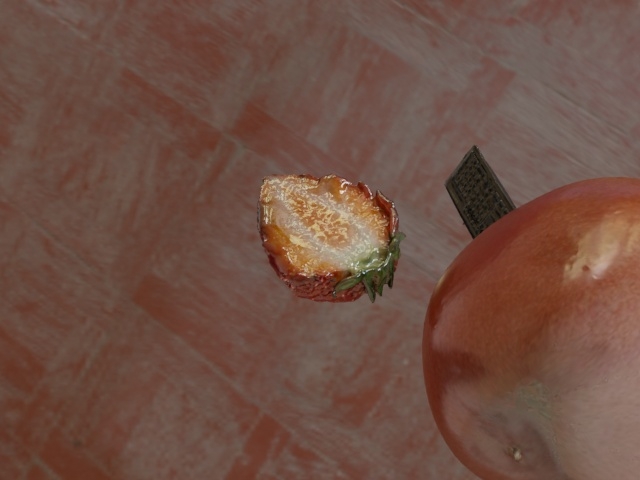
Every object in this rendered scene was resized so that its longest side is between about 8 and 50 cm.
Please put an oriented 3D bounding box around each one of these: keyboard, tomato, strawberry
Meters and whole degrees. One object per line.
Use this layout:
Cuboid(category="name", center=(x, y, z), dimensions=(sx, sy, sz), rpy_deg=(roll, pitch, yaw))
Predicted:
Cuboid(category="keyboard", center=(0.230, 0.000, 1.641), dimensions=(0.087, 0.017, 0.251), rpy_deg=(-54, 52, 40))
Cuboid(category="tomato", center=(0.258, 0.119, 1.177), dimensions=(0.341, 0.273, 0.342), rpy_deg=(19, 128, 27))
Cuboid(category="strawberry", center=(0.000, 0.000, 1.329), dimensions=(0.187, 0.146, 0.082), rpy_deg=(42, 144, 31))
